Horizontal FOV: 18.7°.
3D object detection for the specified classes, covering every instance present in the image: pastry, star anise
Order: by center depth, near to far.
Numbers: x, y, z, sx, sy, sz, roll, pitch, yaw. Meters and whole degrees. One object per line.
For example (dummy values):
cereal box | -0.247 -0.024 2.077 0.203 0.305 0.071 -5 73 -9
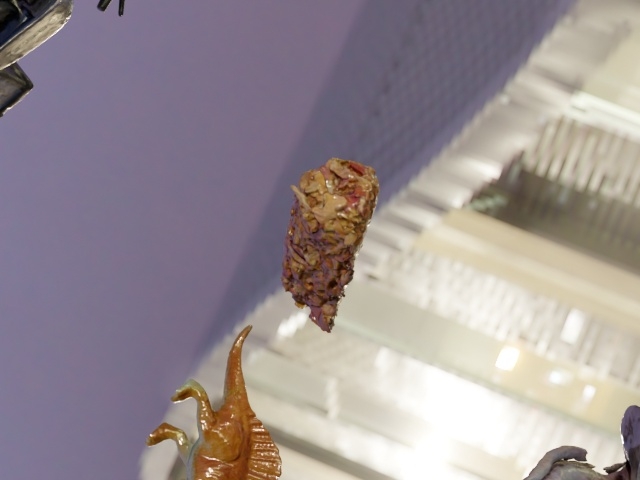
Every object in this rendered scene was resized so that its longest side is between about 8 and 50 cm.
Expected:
pastry | 0.001 -0.002 1.405 0.169 0.063 0.087 107 178 -58
star anise | 0.251 0.205 1.490 0.093 0.236 0.229 -92 -8 -47

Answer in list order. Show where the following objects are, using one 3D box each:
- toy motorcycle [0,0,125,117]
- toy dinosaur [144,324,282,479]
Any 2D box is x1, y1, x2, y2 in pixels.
toy motorcycle | -0.262 -0.266 1.888 0.358 0.125 0.212 -41 -17 6
toy dinosaur | -0.087 0.197 1.823 0.212 0.142 0.057 -52 -11 -2
